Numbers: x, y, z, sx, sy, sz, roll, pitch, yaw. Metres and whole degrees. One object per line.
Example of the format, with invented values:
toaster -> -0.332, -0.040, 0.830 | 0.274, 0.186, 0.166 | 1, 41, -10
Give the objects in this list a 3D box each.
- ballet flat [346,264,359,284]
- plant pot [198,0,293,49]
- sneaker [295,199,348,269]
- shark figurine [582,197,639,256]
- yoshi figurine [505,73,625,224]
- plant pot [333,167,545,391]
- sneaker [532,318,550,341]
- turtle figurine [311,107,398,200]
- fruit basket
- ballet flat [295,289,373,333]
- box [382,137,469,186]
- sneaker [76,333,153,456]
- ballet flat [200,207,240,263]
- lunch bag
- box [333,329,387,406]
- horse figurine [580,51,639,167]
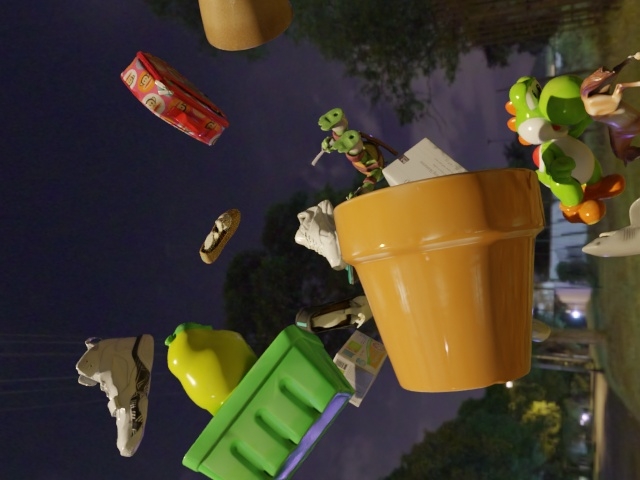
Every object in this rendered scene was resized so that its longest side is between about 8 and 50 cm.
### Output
ballet flat -> 0.126, 0.100, 2.152 | 0.203, 0.074, 0.074 | -110, 9, -69
plant pot -> -0.208, -0.645, 1.440 | 0.254, 0.237, 0.237 | 74, -150, -50
sneaker -> 0.000, 0.000, 1.432 | 0.232, 0.115, 0.090 | -109, 2, -52
shark figurine -> 0.596, -0.025, 0.984 | 0.278, 0.166, 0.116 | 113, 160, -55
yoshi figurine -> 0.574, -0.225, 1.335 | 0.362, 0.203, 0.204 | 53, -163, -14
plant pot -> 0.127, 0.044, 0.588 | 0.205, 0.205, 0.188 | 1, -101, -63
sneaker -> 0.484, 0.263, 1.496 | 0.256, 0.094, 0.151 | -172, 93, -74
turtle figurine -> 0.056, -0.199, 1.550 | 0.266, 0.274, 0.198 | 52, -140, -57
fruit basket -> -0.164, 0.327, 1.294 | 0.283, 0.391, 0.393 | 47, -131, -68
ballet flat -> 0.070, 0.204, 1.607 | 0.280, 0.096, 0.095 | -15, -84, -22
box -> 0.243, -0.078, 1.185 | 0.182, 0.119, 0.181 | 52, -178, -40
sneaker -> -0.612, 0.445, 1.729 | 0.137, 0.210, 0.366 | 116, 156, -53
ballet flat -> -0.353, -0.028, 2.077 | 0.073, 0.080, 0.232 | 66, -137, -59
lunch bag -> -0.406, -0.392, 1.688 | 0.120, 0.258, 0.293 | -47, -32, 11
box -> 0.099, 0.336, 1.571 | 0.103, 0.114, 0.203 | -65, -11, 16
horse figurine -> 0.605, -0.266, 1.167 | 0.263, 0.174, 0.066 | 28, -123, -23
